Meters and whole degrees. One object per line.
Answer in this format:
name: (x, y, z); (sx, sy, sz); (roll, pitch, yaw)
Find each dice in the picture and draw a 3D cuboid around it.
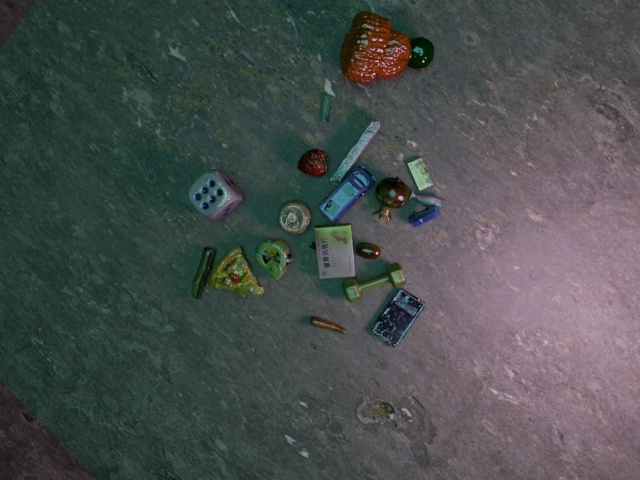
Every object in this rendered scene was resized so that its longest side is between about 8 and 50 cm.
dice: (-0.508, -0.221, 1.952); (0.193, 0.192, 0.194); (-38, 88, 7)

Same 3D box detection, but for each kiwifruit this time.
kiwifruit: (0.232, 0.051, 1.945); (0.125, 0.075, 0.075); (14, 96, 2)

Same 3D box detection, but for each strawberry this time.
strawberry: (-0.036, -0.373, 1.919); (0.148, 0.131, 0.131); (5, 95, -1)

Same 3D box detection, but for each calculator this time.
calculator: (0.381, 0.380, 1.973); (0.166, 0.028, 0.274); (32, 97, 3)

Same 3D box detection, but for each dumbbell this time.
dumbbell: (0.257, 0.205, 1.933); (0.302, 0.108, 0.121); (-19, 94, 8)

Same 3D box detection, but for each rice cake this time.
rice cake: (0.168, -0.421, 1.914); (0.056, 0.072, 0.364); (36, 97, 1)

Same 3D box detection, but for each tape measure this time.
tape measure: (-0.231, 0.078, 1.987); (0.200, 0.106, 0.175); (42, 112, 4)

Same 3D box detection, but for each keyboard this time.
keyboard: (0.034, -0.637, 1.941); (0.049, 0.015, 0.129); (9, 96, 6)

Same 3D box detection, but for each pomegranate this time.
pomegranate: (0.321, -0.193, 1.877); (0.156, 0.156, 0.220); (24, 99, 4)

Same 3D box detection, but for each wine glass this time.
wine glass: (0.497, -0.189, 1.892); (0.155, 0.073, 0.073); (22, 97, 4)

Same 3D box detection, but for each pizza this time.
pizza: (-0.402, 0.187, 2.029); (0.288, 0.075, 0.279); (32, 98, 4)

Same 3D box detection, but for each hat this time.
hat: (0.294, -0.837, 1.822); (0.401, 0.285, 0.285); (9, 96, -21)

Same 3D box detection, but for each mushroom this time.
mushroom: (-0.127, -0.109, 1.948); (0.167, 0.127, 0.166); (0, 99, 1)

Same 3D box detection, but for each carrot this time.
carrot: (0.039, 0.427, 2.013); (0.191, 0.047, 0.047); (18, 96, 1)

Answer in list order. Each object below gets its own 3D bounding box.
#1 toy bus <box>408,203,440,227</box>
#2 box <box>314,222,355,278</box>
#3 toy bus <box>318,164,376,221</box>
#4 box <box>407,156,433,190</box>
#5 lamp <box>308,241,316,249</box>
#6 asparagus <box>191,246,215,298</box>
toy bus: (0.484, -0.115, 1.874); (0.153, 0.061, 0.051); (-29, 122, 36)
box: (0.071, 0.051, 1.946); (0.175, 0.062, 0.260); (-5, 105, 5)
toy bus: (0.126, -0.223, 1.903); (0.125, 0.133, 0.292); (45, 98, 2)
box: (0.475, -0.318, 1.911); (0.073, 0.020, 0.149); (-25, 91, 9)
lamp: (0.000, 0.001, 1.989); (0.054, 0.041, 0.121); (40, 101, -6)
asparagus: (-0.606, 0.167, 2.062); (0.067, 0.060, 0.277); (20, 97, -14)
